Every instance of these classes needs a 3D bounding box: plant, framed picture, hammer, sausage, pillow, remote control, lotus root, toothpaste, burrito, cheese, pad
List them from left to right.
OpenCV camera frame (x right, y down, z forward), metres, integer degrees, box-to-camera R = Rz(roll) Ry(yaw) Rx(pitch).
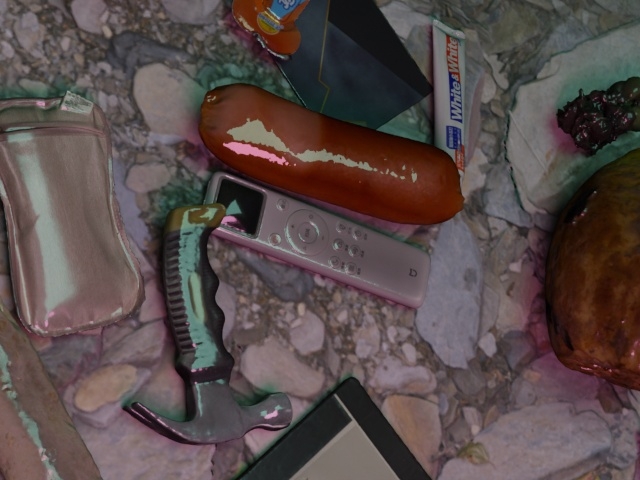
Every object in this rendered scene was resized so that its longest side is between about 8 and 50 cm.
[{"bbox_3d":[-0.261,0.148,1.126,0.082,0.059,0.275,-26,86,-39],"label":"burrito"},{"bbox_3d":[-0.240,-0.028,1.206,0.130,0.038,0.233,-8,78,-33],"label":"pillow"},{"bbox_3d":[-0.114,0.079,1.226,0.158,0.041,0.227,-3,82,-29],"label":"hammer"},{"bbox_3d":[-0.011,-0.301,1.415,0.106,0.037,0.256,37,59,-11],"label":"cheese"},{"bbox_3d":[0.000,0.000,1.329,0.261,0.029,0.067,21,65,-20],"label":"remote control"},{"bbox_3d":[0.006,-0.230,1.426,0.163,0.004,0.243,-35,92,-32],"label":"pad"},{"bbox_3d":[0.012,-0.082,1.334,0.300,0.083,0.089,17,76,-19],"label":"sausage"},{"bbox_3d":[0.048,0.340,1.249,0.265,0.016,0.347,-40,95,-32],"label":"framed picture"},{"bbox_3d":[0.144,-0.147,1.457,0.052,0.033,0.218,17,62,-31],"label":"toothpaste"},{"bbox_3d":[0.349,-0.152,1.544,0.174,0.085,0.087,-26,111,-37],"label":"plant"},{"bbox_3d":[0.342,0.027,1.430,0.193,0.193,0.291,27,65,-18],"label":"lotus root"}]
